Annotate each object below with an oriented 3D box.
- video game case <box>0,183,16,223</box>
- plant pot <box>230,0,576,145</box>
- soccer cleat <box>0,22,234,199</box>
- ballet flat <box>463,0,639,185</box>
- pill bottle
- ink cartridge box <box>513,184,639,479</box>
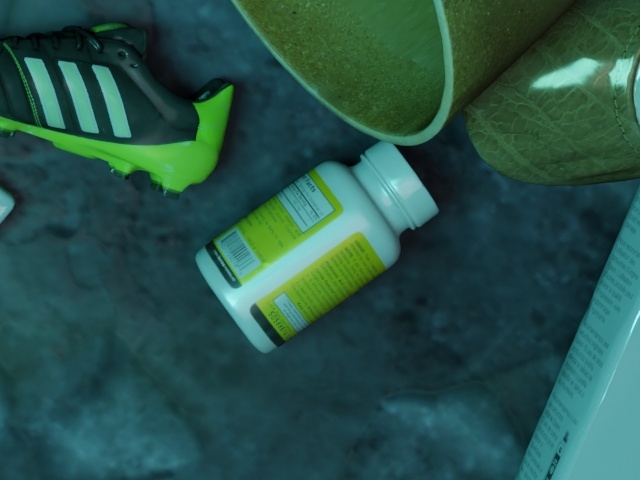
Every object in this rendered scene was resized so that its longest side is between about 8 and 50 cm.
[{"bbox_3d":[-0.283,-0.001,0.885,0.183,0.023,0.201,40,94,-20],"label":"video game case"},{"bbox_3d":[0.079,-0.207,0.811,0.254,0.237,0.237,-34,112,-17],"label":"plant pot"},{"bbox_3d":[-0.127,-0.079,0.880,0.179,0.060,0.072,20,92,-24],"label":"soccer cleat"},{"bbox_3d":[0.240,-0.090,0.879,0.342,0.124,0.116,-11,111,-23],"label":"ballet flat"},{"bbox_3d":[0.000,0.000,0.923,0.116,0.065,0.065,-35,111,1],"label":"pill bottle"},{"bbox_3d":[0.307,0.069,1.011,0.324,0.071,0.330,18,104,-16],"label":"ink cartridge box"}]
